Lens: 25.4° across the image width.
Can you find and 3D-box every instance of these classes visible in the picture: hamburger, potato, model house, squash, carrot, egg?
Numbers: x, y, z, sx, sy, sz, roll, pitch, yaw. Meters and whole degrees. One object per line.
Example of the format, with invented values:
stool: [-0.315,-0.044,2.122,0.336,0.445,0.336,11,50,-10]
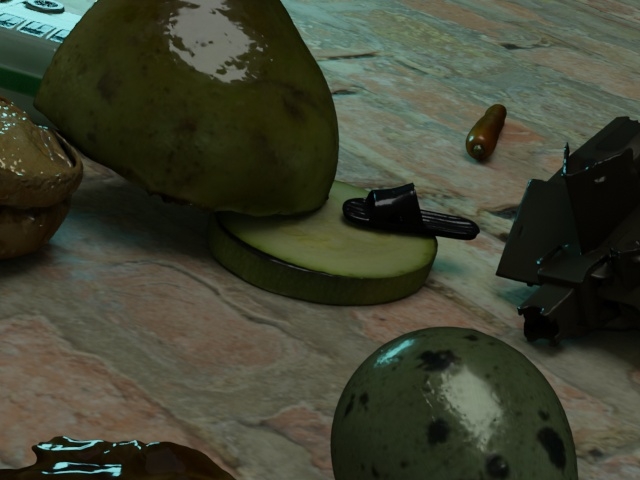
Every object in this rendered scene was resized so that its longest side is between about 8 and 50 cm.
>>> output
hamburger: [-0.365,-0.069,1.397,0.243,0.146,0.286,23,17,11]
potato: [-0.092,-0.177,1.531,0.280,0.213,0.330,36,29,24]
model house: [0.289,0.005,1.489,0.211,0.204,0.243,12,41,43]
squash: [0.000,0.000,1.545,0.252,0.049,0.252,11,25,-5]
carrot: [0.244,-0.162,2.052,0.043,0.043,0.248,16,21,9]
egg: [0.102,0.166,1.036,0.177,0.177,0.228,1,38,-24]

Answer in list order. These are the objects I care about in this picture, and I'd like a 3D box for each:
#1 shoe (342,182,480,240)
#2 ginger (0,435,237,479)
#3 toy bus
shoe: [0.104,-0.038,1.562,0.159,0.053,0.062,11,28,-12]
ginger: [-0.103,0.210,0.849,0.321,0.172,0.165,22,-15,28]
toy bus: [-0.304,-0.202,1.749,0.276,0.134,0.165,16,22,14]
